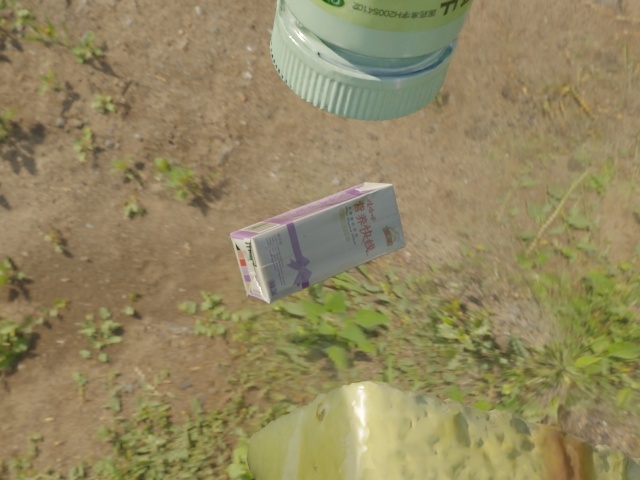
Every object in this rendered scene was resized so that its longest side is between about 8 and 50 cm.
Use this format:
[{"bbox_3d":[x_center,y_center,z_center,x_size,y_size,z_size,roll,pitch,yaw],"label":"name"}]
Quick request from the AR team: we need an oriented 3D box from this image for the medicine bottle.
[{"bbox_3d":[0.058,-0.254,0.756,0.158,0.318,0.158,5,51,-7],"label":"medicine bottle"}]

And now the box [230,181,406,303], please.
[{"bbox_3d":[0.000,0.000,0.692,0.117,0.036,0.051,-20,106,-29],"label":"box"}]

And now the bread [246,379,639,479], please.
[{"bbox_3d":[0.102,0.160,0.563,0.142,0.266,0.178,-58,32,24],"label":"bread"}]
